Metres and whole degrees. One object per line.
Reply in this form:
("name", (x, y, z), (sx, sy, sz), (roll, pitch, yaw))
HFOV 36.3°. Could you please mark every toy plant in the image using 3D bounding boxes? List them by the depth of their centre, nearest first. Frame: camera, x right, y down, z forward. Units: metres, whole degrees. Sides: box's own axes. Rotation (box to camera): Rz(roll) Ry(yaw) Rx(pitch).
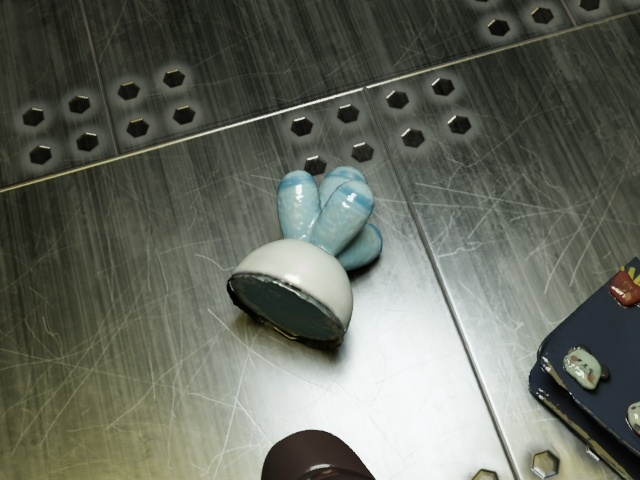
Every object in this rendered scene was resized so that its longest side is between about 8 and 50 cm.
("toy plant", (0.000, 0.000, 1.762), (0.247, 0.247, 0.332), (19, 64, 13))

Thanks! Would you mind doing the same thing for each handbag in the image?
("handbag", (0.561, 0.215, 1.666), (0.329, 0.122, 0.303), (-40, 66, -17))

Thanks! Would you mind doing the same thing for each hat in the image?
("hat", (0.018, 0.432, 1.544), (0.238, 0.209, 0.336), (-32, 64, -9))
